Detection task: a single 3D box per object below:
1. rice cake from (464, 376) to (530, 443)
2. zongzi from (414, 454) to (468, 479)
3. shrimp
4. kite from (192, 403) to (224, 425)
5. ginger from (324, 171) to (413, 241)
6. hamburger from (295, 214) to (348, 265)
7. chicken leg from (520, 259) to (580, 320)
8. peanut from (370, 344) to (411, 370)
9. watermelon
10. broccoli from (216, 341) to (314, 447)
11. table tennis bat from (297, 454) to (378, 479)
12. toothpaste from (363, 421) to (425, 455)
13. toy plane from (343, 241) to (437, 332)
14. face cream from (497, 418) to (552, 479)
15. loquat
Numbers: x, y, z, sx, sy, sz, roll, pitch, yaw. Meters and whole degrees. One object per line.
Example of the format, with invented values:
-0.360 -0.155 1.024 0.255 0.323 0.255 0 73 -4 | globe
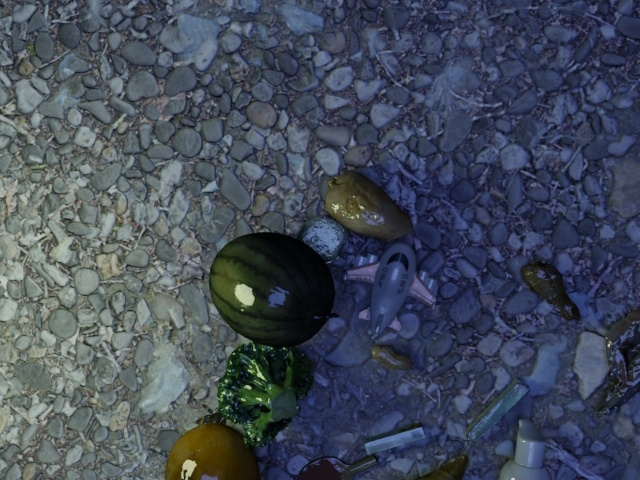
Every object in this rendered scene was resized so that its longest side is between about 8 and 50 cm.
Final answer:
0.458 0.444 1.778 0.043 0.034 0.211 43 95 -4 | rice cake
0.310 0.726 1.744 0.288 0.134 0.286 -28 75 -1 | zongzi
0.778 0.306 1.726 0.164 0.062 0.317 37 91 9 | shrimp
-0.294 0.485 1.884 0.122 0.004 0.090 -41 86 6 | kite
0.113 -0.082 1.753 0.267 0.152 0.138 38 92 11 | ginger
0.000 0.000 1.810 0.133 0.062 0.140 38 93 4 | hamburger
0.597 0.131 1.741 0.085 0.069 0.198 -40 93 8 | chicken leg
0.186 0.310 1.801 0.113 0.054 0.054 25 94 3 | peanut
-0.114 0.123 1.700 0.359 0.279 0.279 28 95 41 | watermelon
-0.132 0.382 1.748 0.269 0.241 0.261 -17 100 -18 | broccoli
0.046 0.636 1.841 0.234 0.022 0.131 -28 87 8 | table tennis bat
0.196 0.525 1.805 0.164 0.046 0.034 -19 91 7 | toothpaste
0.181 0.122 1.764 0.245 0.117 0.244 0 91 8 | toy plane
0.512 0.647 1.720 0.145 0.145 0.369 5 92 7 | face cream
-0.275 0.607 1.763 0.263 0.263 0.263 0 91 7 | loquat
